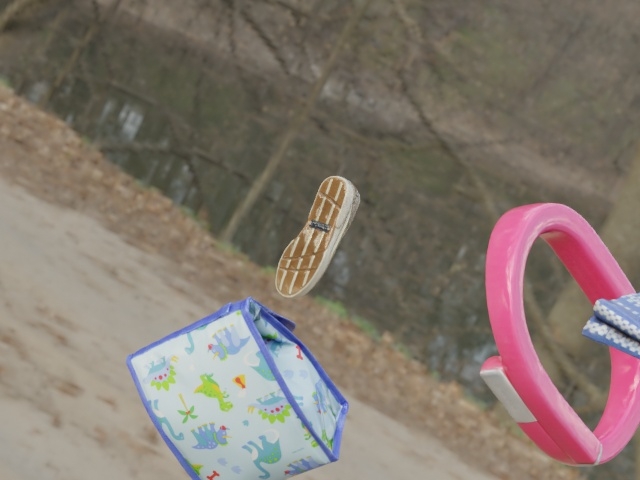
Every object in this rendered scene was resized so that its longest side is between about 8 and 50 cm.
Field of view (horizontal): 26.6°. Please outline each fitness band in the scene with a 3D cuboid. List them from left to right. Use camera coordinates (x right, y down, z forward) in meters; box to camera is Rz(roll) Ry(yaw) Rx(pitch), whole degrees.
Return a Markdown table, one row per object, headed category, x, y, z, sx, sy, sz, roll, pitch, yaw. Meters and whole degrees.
| category | x | y | z | sx | sy | sz | roll | pitch | yaw |
| --- | --- | --- | --- | --- | --- | --- | --- | --- | --- |
| fitness band | 0.245 | 0.094 | 1.329 | 0.054 | 0.209 | 0.291 | -6 | -44 | 41 |

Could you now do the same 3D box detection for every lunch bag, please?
| category | x | y | z | sx | sy | sz | roll | pitch | yaw |
| --- | --- | --- | --- | --- | --- | --- | --- | --- | --- |
| lunch bag | -0.070 | 0.127 | 1.127 | 0.151 | 0.129 | 0.096 | 53 | 24 | -24 |

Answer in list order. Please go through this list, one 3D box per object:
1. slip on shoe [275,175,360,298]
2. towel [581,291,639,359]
| category | x | y | z | sx | sy | sz | roll | pitch | yaw |
| --- | --- | --- | --- | --- | --- | --- | --- | --- | --- |
| slip on shoe | 0.000 | 0.000 | 1.393 | 0.051 | 0.135 | 0.041 | 21 | -4 | 32 |
| towel | 0.363 | 0.086 | 0.916 | 0.336 | 0.040 | 0.243 | -7 | 29 | -44 |
